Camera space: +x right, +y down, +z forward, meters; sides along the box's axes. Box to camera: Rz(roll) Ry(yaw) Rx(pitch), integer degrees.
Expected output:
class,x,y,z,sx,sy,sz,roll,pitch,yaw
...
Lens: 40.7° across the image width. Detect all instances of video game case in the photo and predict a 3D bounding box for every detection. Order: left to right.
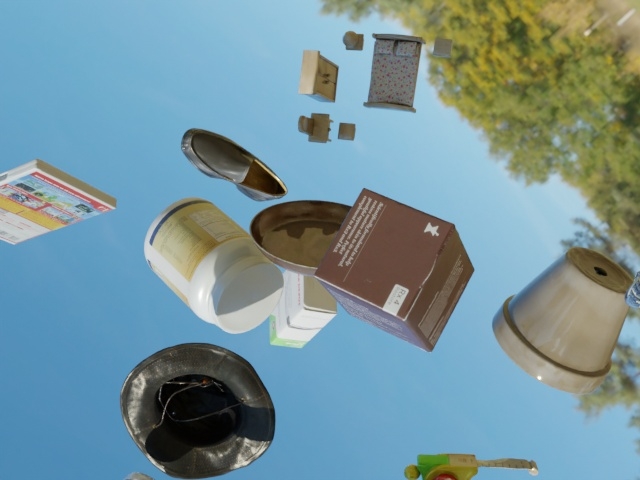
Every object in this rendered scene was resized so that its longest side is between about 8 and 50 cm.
class,x,y,z,sx,sy,sz,roll,pitch,yaw
video game case,-0.567,-0.068,1.655,0.204,0.285,0.025,32,-132,-53

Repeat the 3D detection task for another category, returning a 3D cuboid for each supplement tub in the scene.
class,x,y,z,sx,sy,sz,roll,pitch,yaw
supplement tub,-0.257,0.059,2.080,0.316,0.228,0.228,38,-166,38

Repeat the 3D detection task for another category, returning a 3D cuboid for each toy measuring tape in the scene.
class,x,y,z,sx,sy,sz,roll,pitch,yaw
toy measuring tape,0.375,0.601,2.167,0.330,0.121,0.121,1,-152,4

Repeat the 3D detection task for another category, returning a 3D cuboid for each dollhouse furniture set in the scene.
class,x,y,z,sx,sy,sz,roll,pitch,yaw
dollhouse furniture set,0.138,-0.394,2.237,0.355,0.303,0.174,8,-178,20

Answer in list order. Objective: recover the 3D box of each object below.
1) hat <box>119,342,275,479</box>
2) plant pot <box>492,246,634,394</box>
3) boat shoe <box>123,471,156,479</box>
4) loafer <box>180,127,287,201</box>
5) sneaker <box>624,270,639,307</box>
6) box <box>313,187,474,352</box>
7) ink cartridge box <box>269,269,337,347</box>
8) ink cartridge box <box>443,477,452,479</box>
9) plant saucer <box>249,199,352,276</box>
class,x,y,z,sx,sy,sz,roll,pitch,yaw
hat,-0.251,0.329,1.786,0.331,0.331,0.134,39,-165,-19
plant pot,0.645,0.179,2.205,0.323,0.280,0.323,19,-151,-11
boat shoe,-0.302,0.539,1.644,0.258,0.095,0.084,27,-138,29
loafer,-0.114,-0.105,1.185,0.170,0.062,0.061,27,169,-38
sneaker,0.566,0.072,1.484,0.052,0.135,0.058,54,159,-2
box,0.124,0.051,1.376,0.167,0.168,0.203,25,168,26
ink cartridge box,-0.056,0.181,2.604,0.114,0.273,0.198,11,-122,-22
ink cartridge box,0.245,0.587,1.625,0.160,0.219,0.092,34,-151,30
plant saucer,0.000,0.000,1.861,0.310,0.050,0.310,5,-151,-3
